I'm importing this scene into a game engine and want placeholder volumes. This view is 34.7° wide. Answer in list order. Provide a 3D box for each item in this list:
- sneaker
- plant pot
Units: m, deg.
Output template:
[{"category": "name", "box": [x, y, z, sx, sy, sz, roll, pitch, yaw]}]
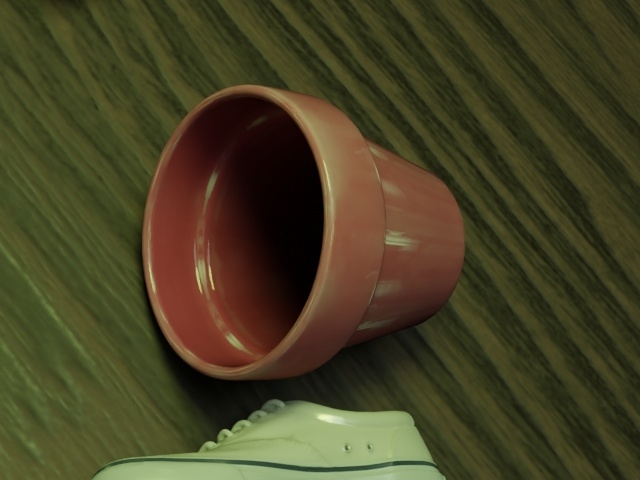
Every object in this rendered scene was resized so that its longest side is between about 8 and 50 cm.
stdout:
[{"category": "sneaker", "box": [-0.037, 0.158, 0.695, 0.258, 0.094, 0.091, 7, 41, -29]}, {"category": "plant pot", "box": [0.000, 0.000, 0.742, 0.180, 0.201, 0.201, 6, 59, -44]}]
